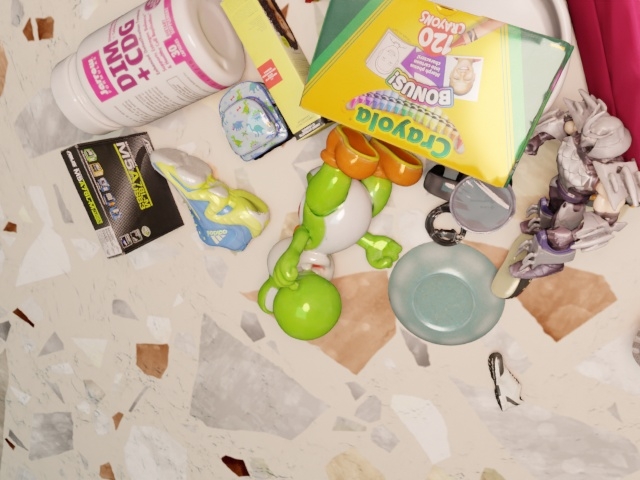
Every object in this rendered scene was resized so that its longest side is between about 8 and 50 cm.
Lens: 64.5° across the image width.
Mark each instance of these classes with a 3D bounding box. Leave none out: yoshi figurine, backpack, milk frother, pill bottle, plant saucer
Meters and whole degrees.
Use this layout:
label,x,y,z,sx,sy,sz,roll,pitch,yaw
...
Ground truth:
label,x,y,z,sx,sy,sz,roll,pitch,yaw
yoshi figurine,0.019,0.018,0.799,0.204,0.203,0.362,31,118,0
backpack,-0.110,-0.198,0.825,0.105,0.084,0.114,-26,95,22
milk frother,0.213,-0.041,0.741,0.129,0.135,0.143,3,109,18
pill bottle,-0.279,-0.278,0.813,0.283,0.160,0.160,-17,102,23
plant saucer,0.206,0.097,0.844,0.195,0.037,0.194,5,109,16

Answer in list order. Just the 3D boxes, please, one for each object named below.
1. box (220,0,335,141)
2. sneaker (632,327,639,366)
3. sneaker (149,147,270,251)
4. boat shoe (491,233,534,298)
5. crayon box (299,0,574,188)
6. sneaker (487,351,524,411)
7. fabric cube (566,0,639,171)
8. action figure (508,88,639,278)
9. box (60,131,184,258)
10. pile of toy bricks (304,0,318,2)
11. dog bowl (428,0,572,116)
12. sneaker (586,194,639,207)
label,x,y,z,sx,sy,sz,roll,pitch,yaw
box,-0.058,-0.271,0.783,0.058,0.087,0.232,-25,99,25
sneaker,0.556,0.074,0.703,0.115,0.105,0.281,18,113,-25
sneaker,-0.214,-0.061,0.903,0.240,0.091,0.126,33,116,5
boat shoe,0.315,0.033,0.785,0.049,0.042,0.133,40,105,36
crayon box,0.129,-0.194,0.617,0.279,0.081,0.165,25,112,16
sneaker,0.313,0.235,0.858,0.044,0.040,0.109,-16,106,6
fabric cube,0.430,-0.231,0.532,0.254,0.259,0.258,-16,101,20
action figure,0.302,-0.055,0.620,0.099,0.185,0.285,1,151,11
box,-0.335,-0.085,0.885,0.045,0.184,0.190,-14,102,24
pile of toy bricks,0.047,-0.392,0.683,0.105,0.212,0.118,-8,103,-20
dog bowl,0.193,-0.249,0.694,0.265,0.104,0.264,6,109,17
sneaker,0.463,-0.077,0.678,0.215,0.084,0.083,-14,128,31
